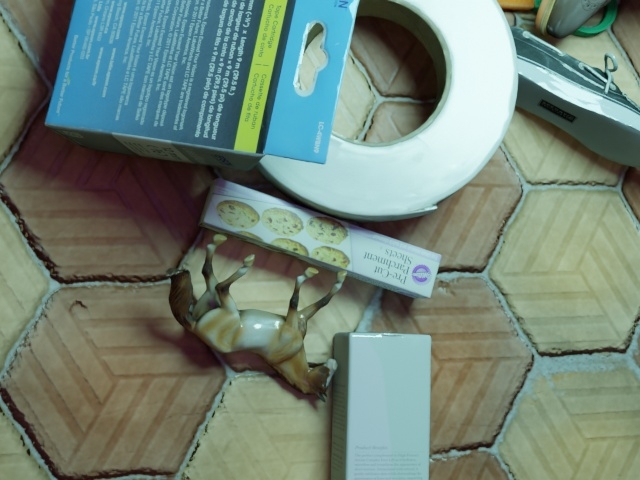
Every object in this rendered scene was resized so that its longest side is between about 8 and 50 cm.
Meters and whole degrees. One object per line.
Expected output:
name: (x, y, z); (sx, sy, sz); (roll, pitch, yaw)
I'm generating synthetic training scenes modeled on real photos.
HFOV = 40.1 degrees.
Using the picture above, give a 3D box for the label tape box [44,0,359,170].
label tape box: (-0.131, -0.220, 1.066); (0.348, 0.115, 0.249); (9, 81, 10)

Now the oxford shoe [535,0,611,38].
oxford shoe: (0.449, -0.398, 1.188); (0.363, 0.130, 0.132); (-46, 70, 23)

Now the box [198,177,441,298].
box: (0.000, 0.000, 1.169); (0.324, 0.063, 0.067); (20, 82, -12)

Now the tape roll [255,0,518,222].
tape roll: (0.067, -0.216, 1.167); (0.392, 0.072, 0.391); (0, 84, -4)

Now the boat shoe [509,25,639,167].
boat shoe: (0.385, -0.209, 1.264); (0.306, 0.113, 0.104); (27, 73, 5)

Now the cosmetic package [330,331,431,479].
cosmetic package: (0.079, 0.238, 1.159); (0.118, 0.085, 0.231); (5, 82, -14)

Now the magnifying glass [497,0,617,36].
magnifying glass: (0.337, -0.355, 1.309); (0.231, 0.026, 0.092); (0, 85, -16)

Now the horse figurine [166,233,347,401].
horse figurine: (-0.084, 0.096, 1.123); (0.263, 0.066, 0.174); (16, 110, -19)
